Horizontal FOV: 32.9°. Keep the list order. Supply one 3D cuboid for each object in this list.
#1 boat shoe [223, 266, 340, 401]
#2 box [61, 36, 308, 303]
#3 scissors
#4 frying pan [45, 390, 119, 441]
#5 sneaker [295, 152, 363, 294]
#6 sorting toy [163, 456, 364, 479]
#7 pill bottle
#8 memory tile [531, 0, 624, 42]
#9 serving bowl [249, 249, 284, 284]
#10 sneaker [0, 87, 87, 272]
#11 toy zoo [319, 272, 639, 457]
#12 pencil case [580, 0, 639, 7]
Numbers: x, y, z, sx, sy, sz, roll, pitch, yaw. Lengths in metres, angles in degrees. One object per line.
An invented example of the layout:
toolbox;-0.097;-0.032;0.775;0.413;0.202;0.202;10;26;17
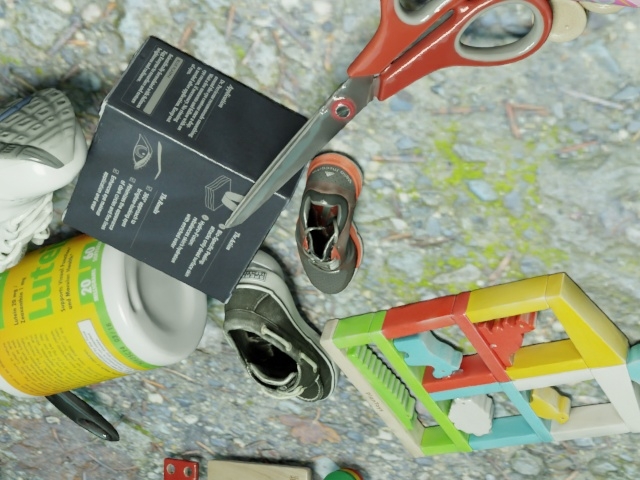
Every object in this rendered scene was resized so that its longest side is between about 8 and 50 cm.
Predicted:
boat shoe;-0.041;0.111;1.026;0.077;0.070;0.219;-6;145;20
box;-0.107;-0.053;0.882;0.158;0.093;0.156;28;138;-6
scissors;0.021;-0.111;0.742;0.297;0.021;0.109;-29;125;22
frying pan;-0.344;0.095;1.169;0.326;0.053;0.197;23;138;-5
sneaker;0.000;0.000;0.915;0.061;0.065;0.158;11;138;12
sorting toy;-0.070;0.320;1.256;0.274;0.046;0.132;-1;90;27
pill bottle;-0.242;0.072;1.020;0.245;0.136;0.136;-16;127;27
memory tile;0.147;-0.198;0.684;0.148;0.012;0.113;42;135;-23
serving bowl;-0.072;0.027;0.997;0.083;0.027;0.083;6;147;4
sneaker;-0.263;-0.042;0.902;0.297;0.111;0.129;-6;115;54
toy zoo;0.169;0.121;1.001;0.293;0.030;0.192;-15;127;34
pencil case;0.139;-0.188;0.570;0.284;0.124;0.124;21;142;28
